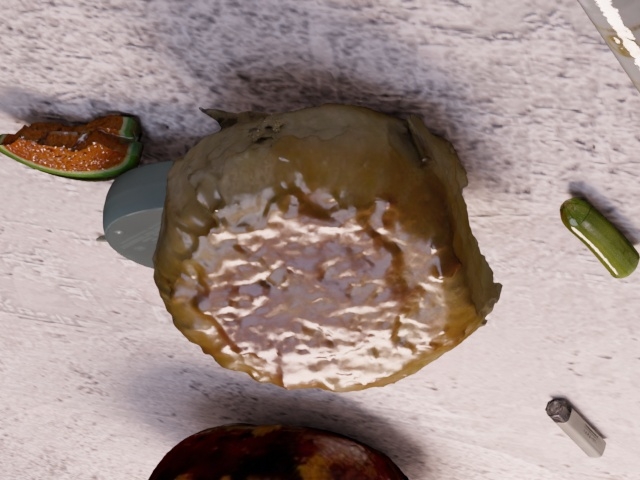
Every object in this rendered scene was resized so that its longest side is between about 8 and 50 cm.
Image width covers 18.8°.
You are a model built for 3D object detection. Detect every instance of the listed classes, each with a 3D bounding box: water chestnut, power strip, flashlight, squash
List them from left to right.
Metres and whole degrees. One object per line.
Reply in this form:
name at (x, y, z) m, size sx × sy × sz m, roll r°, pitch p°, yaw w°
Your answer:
power strip at (-0.111, -0.017, 1.569) m, size 0.137 × 0.044 × 0.216 m, roll 16°, pitch 158°, yaw -31°
water chestnut at (-0.058, 0.338, 1.939) m, size 0.335 × 0.335 × 0.347 m, roll 4°, pitch -174°, yaw 28°
flashlight at (0.232, 0.170, 1.759) m, size 0.018 × 0.018 × 0.083 m, roll -2°, pitch 147°, yaw 39°
squash at (0.204, -0.004, 1.429) m, size 0.027 × 0.027 × 0.083 m, roll -6°, pitch 144°, yaw 41°

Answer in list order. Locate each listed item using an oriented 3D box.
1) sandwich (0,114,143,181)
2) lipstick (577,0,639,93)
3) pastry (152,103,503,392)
sandwich at (-0.196, -0.075, 1.553) m, size 0.135 × 0.029 × 0.067 m, roll 4°, pitch 152°, yaw 25°
lipstick at (0.198, -0.128, 1.157) m, size 0.059 × 0.059 × 0.264 m, roll -1°, pitch 149°, yaw 35°
pastry at (-0.001, 0.004, 1.430) m, size 0.236 × 0.121 × 0.257 m, roll -13°, pitch 130°, yaw 15°
